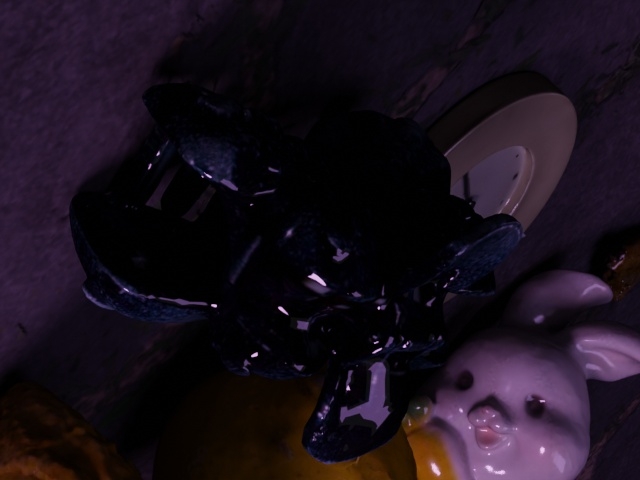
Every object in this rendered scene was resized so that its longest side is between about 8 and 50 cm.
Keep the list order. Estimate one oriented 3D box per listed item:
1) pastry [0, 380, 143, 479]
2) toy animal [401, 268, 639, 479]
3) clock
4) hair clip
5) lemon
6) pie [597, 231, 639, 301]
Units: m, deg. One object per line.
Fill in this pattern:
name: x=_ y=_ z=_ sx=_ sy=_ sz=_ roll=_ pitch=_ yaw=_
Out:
pastry: x=-0.143 y=0.200 z=1.236 sx=0.132 sy=0.235 sz=0.240 roll=-50 pitch=-179 yaw=-5
toy animal: x=0.179 y=0.194 z=1.776 sx=0.247 sy=0.182 sz=0.310 roll=-16 pitch=119 yaw=-42
clock: x=0.116 y=-0.033 z=1.559 sx=0.235 sy=0.029 sz=0.235 roll=-35 pitch=152 yaw=-22
hair clip: x=0.002 y=0.004 z=1.219 sx=0.194 sy=0.206 sz=0.310 roll=-54 pitch=155 yaw=20
lemon: x=-0.030 y=0.190 z=1.439 sx=0.204 sy=0.204 sz=0.260 roll=-27 pitch=148 yaw=-38
pie: x=0.315 y=0.020 z=1.935 sx=0.170 sy=0.034 sz=0.092 roll=-19 pitch=141 yaw=-55
